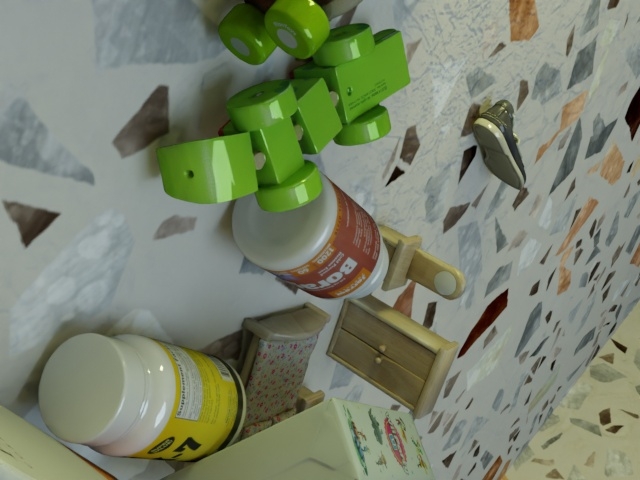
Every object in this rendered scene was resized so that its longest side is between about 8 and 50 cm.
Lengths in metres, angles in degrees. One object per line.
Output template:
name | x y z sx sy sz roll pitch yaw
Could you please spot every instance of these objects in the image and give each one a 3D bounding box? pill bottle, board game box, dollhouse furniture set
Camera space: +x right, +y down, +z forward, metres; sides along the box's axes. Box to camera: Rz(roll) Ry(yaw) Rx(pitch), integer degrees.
pill bottle | 0.000 0.000 0.989 0.121 0.121 0.216 -59 150 -2
board game box | -0.015 0.277 1.001 0.224 0.097 0.303 -27 160 14
pill bottle | -0.172 0.158 0.864 0.119 0.119 0.208 -60 151 -1
dollhouse furniture set | 0.016 0.161 1.107 0.355 0.174 0.303 -11 125 -54

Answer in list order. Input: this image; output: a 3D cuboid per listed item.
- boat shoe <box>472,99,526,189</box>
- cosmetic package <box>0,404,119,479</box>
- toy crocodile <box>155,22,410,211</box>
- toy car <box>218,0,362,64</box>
boat shoe | 0.299 -0.148 1.376 0.065 0.075 0.206 -53 146 -7
cosmetic package | -0.224 0.231 0.625 0.161 0.230 0.453 -53 150 -17
toy crocodile | -0.019 -0.129 0.872 0.340 0.105 0.115 -42 126 -38
toy car | -0.045 -0.269 0.716 0.188 0.149 0.155 48 68 -30
